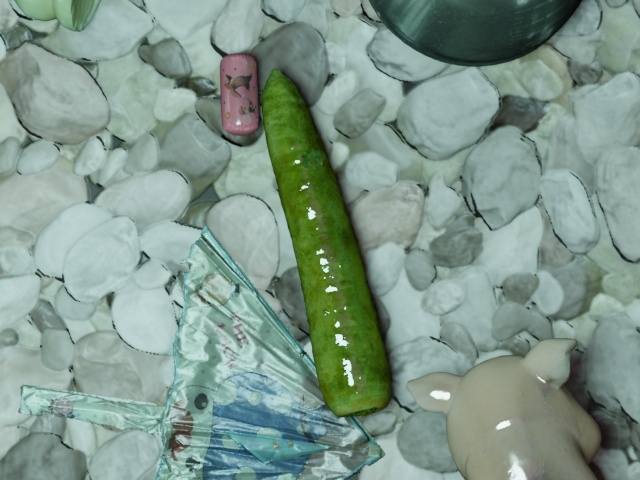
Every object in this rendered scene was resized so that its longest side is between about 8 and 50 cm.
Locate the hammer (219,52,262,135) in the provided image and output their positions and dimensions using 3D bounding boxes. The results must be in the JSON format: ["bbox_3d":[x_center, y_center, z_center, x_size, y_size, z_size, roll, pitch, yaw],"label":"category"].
[{"bbox_3d":[-0.081,-0.147,1.651,0.043,0.043,0.083,-3,83,-5],"label":"hammer"}]

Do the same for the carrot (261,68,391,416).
[{"bbox_3d":[0.000,0.000,1.627,0.074,0.074,0.358,-13,81,-6],"label":"carrot"}]

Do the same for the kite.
[{"bbox_3d":[-0.117,0.187,1.622,0.368,0.014,0.406,9,83,-4],"label":"kite"}]

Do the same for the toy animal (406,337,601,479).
[{"bbox_3d":[0.197,0.230,1.571,0.166,0.154,0.250,-17,82,2],"label":"toy animal"}]

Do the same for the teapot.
[{"bbox_3d":[0.206,-0.308,1.592,0.322,0.239,0.239,-4,85,-6],"label":"teapot"}]

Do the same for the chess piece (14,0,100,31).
[{"bbox_3d":[-0.342,-0.298,1.609,0.251,0.144,0.144,12,83,4],"label":"chess piece"}]
